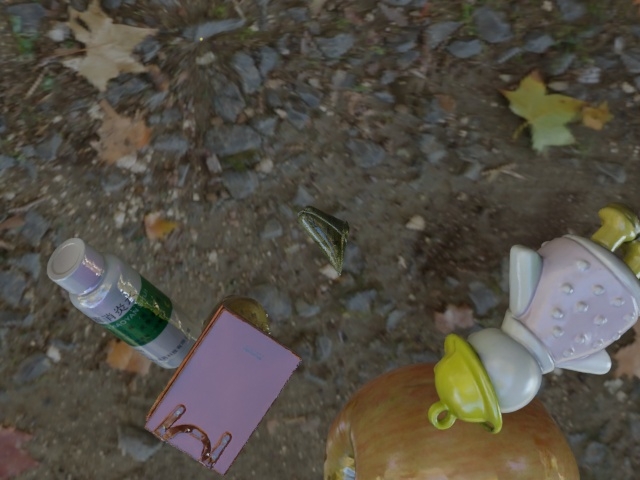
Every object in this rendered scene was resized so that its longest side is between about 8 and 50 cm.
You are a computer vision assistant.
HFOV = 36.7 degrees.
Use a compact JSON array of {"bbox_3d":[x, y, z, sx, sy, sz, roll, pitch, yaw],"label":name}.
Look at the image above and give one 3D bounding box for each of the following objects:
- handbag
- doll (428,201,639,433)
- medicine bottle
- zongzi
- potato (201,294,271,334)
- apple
[{"bbox_3d":[-0.129,0.197,1.264,0.127,0.063,0.190,35,88,-10],"label":"handbag"},{"bbox_3d":[0.157,0.062,0.684,0.207,0.081,0.129,-41,114,-6],"label":"doll"},{"bbox_3d":[-0.278,0.090,1.380,0.095,0.095,0.260,-41,133,3],"label":"medicine bottle"},{"bbox_3d":[0.000,0.000,1.778,0.104,0.052,0.113,22,57,-16],"label":"zongzi"},{"bbox_3d":[-0.162,0.169,1.843,0.137,0.176,0.137,-8,110,-22],"label":"potato"},{"bbox_3d":[0.194,0.368,1.451,0.347,0.391,0.391,-1,102,-11],"label":"apple"}]
